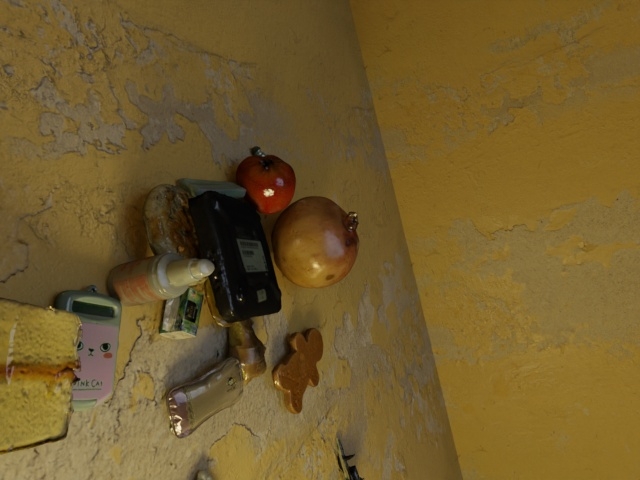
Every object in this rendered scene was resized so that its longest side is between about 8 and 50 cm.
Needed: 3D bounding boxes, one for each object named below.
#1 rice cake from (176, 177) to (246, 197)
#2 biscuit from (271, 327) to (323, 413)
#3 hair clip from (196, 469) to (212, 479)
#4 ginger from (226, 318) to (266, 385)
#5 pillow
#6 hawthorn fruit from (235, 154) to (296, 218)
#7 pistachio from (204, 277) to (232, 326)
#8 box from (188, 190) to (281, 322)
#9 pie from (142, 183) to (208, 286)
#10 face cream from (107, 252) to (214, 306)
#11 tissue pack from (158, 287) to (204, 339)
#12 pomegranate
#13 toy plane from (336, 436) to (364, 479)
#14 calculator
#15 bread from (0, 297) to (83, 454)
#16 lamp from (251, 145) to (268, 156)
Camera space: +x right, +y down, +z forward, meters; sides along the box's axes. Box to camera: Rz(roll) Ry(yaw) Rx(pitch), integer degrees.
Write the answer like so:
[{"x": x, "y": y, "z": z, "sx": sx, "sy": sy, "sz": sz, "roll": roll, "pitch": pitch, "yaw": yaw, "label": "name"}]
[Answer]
[{"x": -0.313, "y": -0.150, "z": 1.296, "sx": 0.221, "sy": 0.080, "sz": 0.042, "roll": -11, "pitch": 125, "yaw": -62, "label": "rice cake"}, {"x": -0.069, "y": 0.425, "z": 1.530, "sx": 0.216, "sy": 0.047, "sz": 0.340, "roll": 69, "pitch": 26, "yaw": -21, "label": "biscuit"}, {"x": -0.289, "y": 0.666, "z": 1.021, "sx": 0.140, "sy": 0.054, "sz": 0.220, "roll": 59, "pitch": 28, "yaw": -19, "label": "hair clip"}, {"x": -0.214, "y": 0.266, "z": 1.294, "sx": 0.131, "sy": 0.086, "sz": 0.294, "roll": 14, "pitch": 59, "yaw": -35, "label": "ginger"}, {"x": -0.282, "y": 0.391, "z": 1.119, "sx": 0.232, "sy": 0.038, "sz": 0.131, "roll": -17, "pitch": 99, "yaw": -50, "label": "pillow"}, {"x": -0.178, "y": -0.165, "z": 1.463, "sx": 0.196, "sy": 0.196, "sz": 0.225, "roll": -66, "pitch": 165, "yaw": -49, "label": "hawthorn fruit"}, {"x": -0.281, "y": 0.156, "z": 1.244, "sx": 0.089, "sy": 0.049, "sz": 0.173, "roll": -14, "pitch": 93, "yaw": -40, "label": "pistachio"}, {"x": -0.224, "y": 0.048, "z": 1.246, "sx": 0.359, "sy": 0.091, "sz": 0.350, "roll": 14, "pitch": 57, "yaw": -74, "label": "box"}, {"x": -0.349, "y": -0.012, "z": 1.118, "sx": 0.274, "sy": 0.055, "sz": 0.274, "roll": -17, "pitch": 90, "yaw": -78, "label": "pie"}, {"x": -0.337, "y": 0.078, "z": 0.954, "sx": 0.101, "sy": 0.251, "sz": 0.101, "roll": 34, "pitch": 50, "yaw": -52, "label": "face cream"}, {"x": -0.345, "y": 0.175, "z": 1.080, "sx": 0.079, "sy": 0.085, "sz": 0.111, "roll": 39, "pitch": 47, "yaw": -48, "label": "tissue pack"}, {"x": 0.000, "y": 0.000, "z": 1.547, "sx": 0.338, "sy": 0.338, "sz": 0.338, "roll": 34, "pitch": 49, "yaw": -53, "label": "pomegranate"}, {"x": 0.113, "y": 0.859, "z": 1.640, "sx": 0.192, "sy": 0.088, "sz": 0.262, "roll": 79, "pitch": 2, "yaw": -77, "label": "toy plane"}, {"x": -0.468, "y": 0.208, "z": 0.880, "sx": 0.141, "sy": 0.045, "sz": 0.246, "roll": 30, "pitch": 52, "yaw": -55, "label": "calculator"}, {"x": -0.473, "y": 0.212, "z": 0.725, "sx": 0.178, "sy": 0.135, "sz": 0.240, "roll": 7, "pitch": 69, "yaw": -41, "label": "bread"}, {"x": -0.183, "y": -0.271, "z": 1.589, "sx": 0.163, "sy": 0.091, "sz": 0.091, "roll": 45, "pitch": 39, "yaw": -22, "label": "lamp"}]
